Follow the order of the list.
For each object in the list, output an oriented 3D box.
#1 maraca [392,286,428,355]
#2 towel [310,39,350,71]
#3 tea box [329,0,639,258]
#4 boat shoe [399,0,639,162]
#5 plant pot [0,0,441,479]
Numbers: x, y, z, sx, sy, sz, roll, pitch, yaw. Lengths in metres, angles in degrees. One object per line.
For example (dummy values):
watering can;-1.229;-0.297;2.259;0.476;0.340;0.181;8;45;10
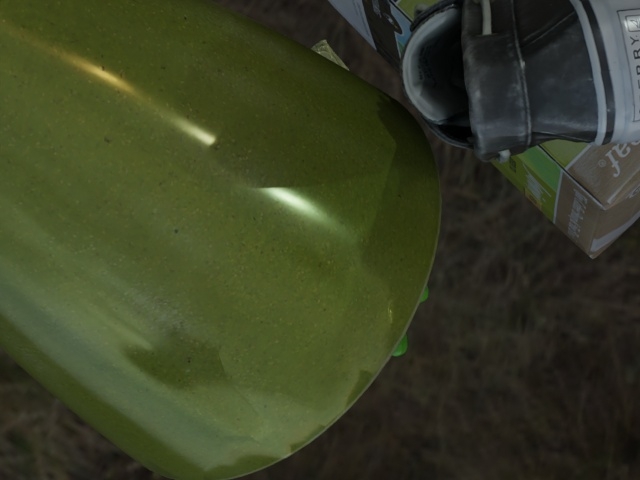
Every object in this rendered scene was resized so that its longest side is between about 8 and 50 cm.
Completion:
maraca;0.000;0.000;1.120;0.186;0.099;0.127;42;130;34
towel;-0.020;-0.165;2.129;0.148;0.027;0.110;-36;94;-16
tea box;0.210;-0.221;1.301;0.329;0.220;0.323;-43;78;-2
boat shoe;0.102;-0.110;0.986;0.119;0.335;0.121;-7;96;-2
plant pot;-0.128;-0.044;0.985;0.275;0.274;0.293;-28;137;27
